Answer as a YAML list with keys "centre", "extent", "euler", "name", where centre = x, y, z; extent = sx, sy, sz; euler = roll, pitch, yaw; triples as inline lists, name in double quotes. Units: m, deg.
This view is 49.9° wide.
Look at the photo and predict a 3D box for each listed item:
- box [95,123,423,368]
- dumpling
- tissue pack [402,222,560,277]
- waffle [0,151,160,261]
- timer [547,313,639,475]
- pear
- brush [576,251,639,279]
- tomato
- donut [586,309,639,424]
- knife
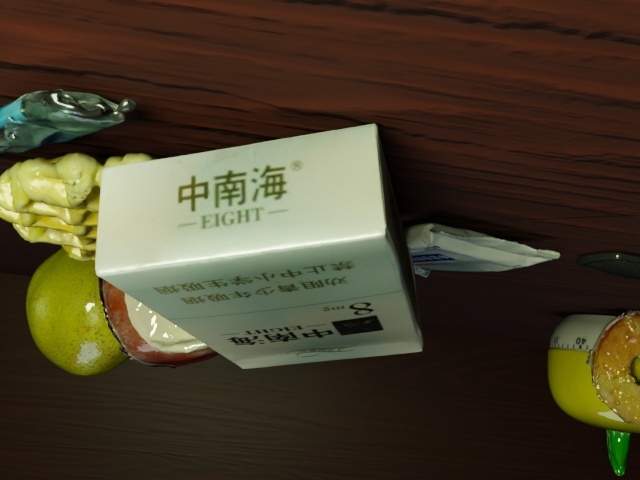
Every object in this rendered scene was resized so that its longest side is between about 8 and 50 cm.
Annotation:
- centre: [-0.018, 0.023, 0.450]
  extent: [0.155, 0.067, 0.243]
  euler: [-6, 157, 9]
  name: "box"
- centre: [-0.112, 0.056, 0.742]
  extent: [0.228, 0.152, 0.124]
  euler: [6, 144, 11]
  name: "dumpling"
- centre: [0.104, 0.009, 0.633]
  extent: [0.122, 0.026, 0.193]
  euler: [12, 170, -25]
  name: "tissue pack"
- centre: [-0.118, -0.012, 0.543]
  extent: [0.261, 0.056, 0.250]
  euler: [1, 160, 30]
  name: "waffle"
- centre: [0.534, 0.277, 1.224]
  extent: [0.284, 0.286, 0.285]
  euler: [7, 171, 1]
  name: "timer"
- centre: [-0.324, 0.088, 0.977]
  extent: [0.198, 0.198, 0.198]
  euler: [7, 171, 1]
  name: "pear"
- centre: [0.334, 0.035, 0.639]
  extent: [0.193, 0.016, 0.063]
  euler: [10, 172, -13]
  name: "brush"
- centre: [-0.167, 0.072, 0.914]
  extent: [0.155, 0.181, 0.214]
  euler: [-14, 173, 15]
  name: "tomato"
- centre: [0.494, 0.186, 1.056]
  extent: [0.078, 0.181, 0.146]
  euler: [-6, -156, -41]
  name: "donut"
- centre: [-0.208, -0.062, 0.435]
  extent: [0.044, 0.026, 0.296]
  euler: [-1, 179, -44]
  name: "knife"
